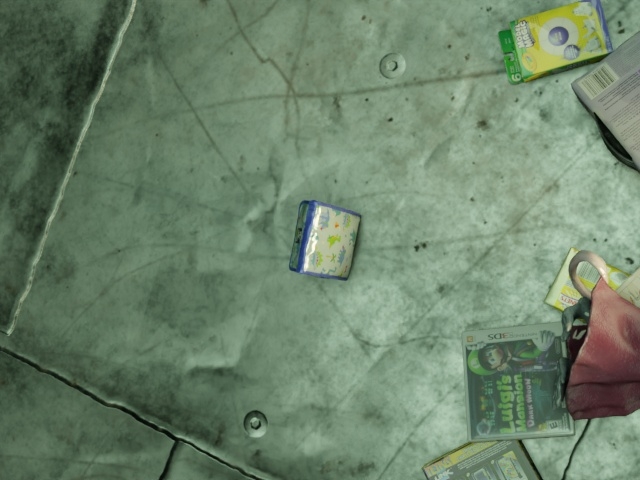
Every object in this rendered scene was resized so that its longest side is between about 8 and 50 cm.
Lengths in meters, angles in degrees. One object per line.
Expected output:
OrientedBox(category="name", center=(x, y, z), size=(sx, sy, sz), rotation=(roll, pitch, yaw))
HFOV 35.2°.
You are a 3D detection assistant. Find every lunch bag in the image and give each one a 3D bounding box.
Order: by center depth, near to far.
OrientedBox(category="lunch bag", center=(0.000, 0.000, 1.755), size=(0.096, 0.151, 0.129), rotation=(10, 89, 18))

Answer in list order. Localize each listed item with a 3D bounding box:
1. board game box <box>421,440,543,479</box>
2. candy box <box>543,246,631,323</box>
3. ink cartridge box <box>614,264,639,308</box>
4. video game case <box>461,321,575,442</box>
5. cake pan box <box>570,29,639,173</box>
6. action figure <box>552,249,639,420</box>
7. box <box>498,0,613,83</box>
OrientedBox(category="board game box", center=(0.276, 0.403, 1.686), size=(0.170, 0.048, 0.141), rotation=(-30, 75, 13))
OrientedBox(category="candy box", center=(0.483, 0.101, 1.656), size=(0.206, 0.027, 0.105), rotation=(27, 95, 17))
OrientedBox(category="ink cartridge box", center=(0.585, 0.087, 1.598), size=(0.181, 0.056, 0.225), rotation=(45, 114, 8))
OrientedBox(category="video game case", center=(0.325, 0.234, 1.671), size=(0.173, 0.022, 0.190), rotation=(-8, 66, 17))
OrientedBox(category="cake pan box", center=(0.571, -0.230, 1.611), size=(0.267, 0.070, 0.246), rotation=(-38, 61, 11))
OrientedBox(category="action figure", center=(0.549, 0.195, 1.543), size=(0.370, 0.248, 0.276), rotation=(5, 63, 10))
OrientedBox(category="box", center=(0.397, -0.338, 1.715), size=(0.179, 0.043, 0.105), rotation=(-15, 81, 18))
